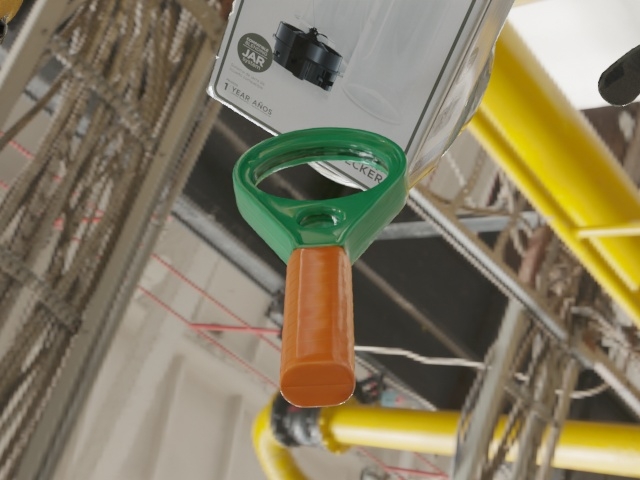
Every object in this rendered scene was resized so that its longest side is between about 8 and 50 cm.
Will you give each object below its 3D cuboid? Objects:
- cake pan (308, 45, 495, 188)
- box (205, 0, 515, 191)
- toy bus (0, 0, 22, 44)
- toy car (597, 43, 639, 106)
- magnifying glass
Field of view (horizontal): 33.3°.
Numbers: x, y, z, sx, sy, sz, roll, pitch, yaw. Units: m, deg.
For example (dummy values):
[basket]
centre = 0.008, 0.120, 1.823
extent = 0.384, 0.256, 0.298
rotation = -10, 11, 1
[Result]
[cake pan]
centre = 0.053, -0.198, 1.053
extent = 0.054, 0.293, 0.293
rotation = -13, -83, -45
[box]
centre = 0.049, -0.190, 0.706
extent = 0.087, 0.169, 0.290
rotation = -38, -26, -53
[toy bus]
centre = -0.370, -0.184, 0.884
extent = 0.130, 0.108, 0.333
rotation = 37, -137, -4
[toy car]
centre = 0.272, -0.154, 0.739
extent = 0.155, 0.149, 0.188
rotation = 29, -93, -10
[magnifying glass]
centre = 0.000, 0.000, 0.505
extent = 0.231, 0.092, 0.026
rotation = -89, -5, -63
